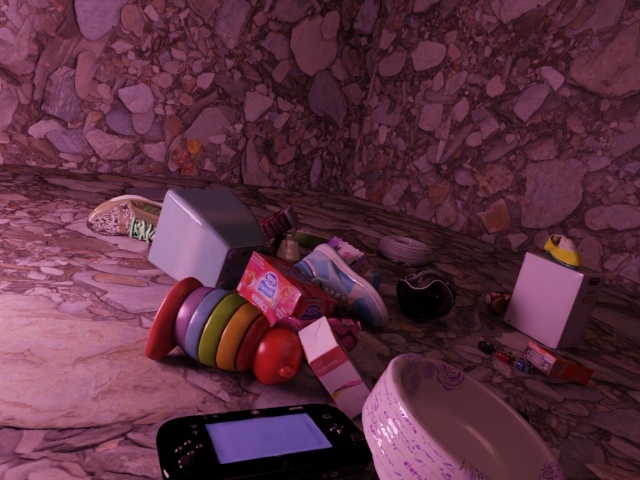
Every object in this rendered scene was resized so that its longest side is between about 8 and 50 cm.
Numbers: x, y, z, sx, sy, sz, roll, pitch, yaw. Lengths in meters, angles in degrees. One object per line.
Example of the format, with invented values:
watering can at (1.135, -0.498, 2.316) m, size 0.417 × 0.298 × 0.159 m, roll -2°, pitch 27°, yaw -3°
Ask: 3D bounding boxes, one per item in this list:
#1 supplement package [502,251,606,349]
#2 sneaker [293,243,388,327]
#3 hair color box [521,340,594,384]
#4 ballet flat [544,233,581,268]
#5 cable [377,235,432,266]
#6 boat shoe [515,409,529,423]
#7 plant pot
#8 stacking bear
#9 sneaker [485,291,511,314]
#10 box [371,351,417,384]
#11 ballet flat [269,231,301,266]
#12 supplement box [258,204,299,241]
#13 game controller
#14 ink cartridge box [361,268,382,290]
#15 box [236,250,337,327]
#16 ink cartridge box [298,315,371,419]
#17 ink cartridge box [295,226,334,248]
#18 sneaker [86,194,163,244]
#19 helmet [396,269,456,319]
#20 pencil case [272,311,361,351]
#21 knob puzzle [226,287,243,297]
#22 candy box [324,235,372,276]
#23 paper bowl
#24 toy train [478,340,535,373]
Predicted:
supplement package at (0.773, 0.196, 1.439) m, size 0.145 × 0.262 × 0.204 m, roll 3°, pitch 17°, yaw -31°
sneaker at (0.029, 0.169, 1.253) m, size 0.208 × 0.127 × 0.319 m, roll -30°, pitch 59°, yaw -29°
hair color box at (0.646, 0.333, 1.172) m, size 0.167 × 0.053 × 0.093 m, roll 17°, pitch 11°, yaw -25°
ballet flat at (0.798, 0.026, 1.421) m, size 0.077 × 0.077 × 0.231 m, roll 15°, pitch 14°, yaw 8°
cable at (0.399, 0.043, 2.059) m, size 0.257 × 0.089 × 0.257 m, roll 2°, pitch 18°, yaw -36°
boat shoe at (0.385, 0.367, 0.904) m, size 0.133 × 0.042 × 0.049 m, roll 10°, pitch 12°, yaw -15°
plant pot at (-0.315, 0.016, 1.289) m, size 0.252 × 0.247 × 0.247 m, roll 37°, pitch 25°, yaw 29°
stacking bear at (-0.170, 0.197, 0.871) m, size 0.288 × 0.164 × 0.175 m, roll 20°, pitch 16°, yaw 12°
sneaker at (0.653, 0.232, 1.622) m, size 0.083 × 0.070 × 0.185 m, roll 12°, pitch 5°, yaw 37°
box at (0.235, 0.323, 0.979) m, size 0.164 × 0.021 × 0.201 m, roll 22°, pitch 17°, yaw 33°
ballet flat at (-0.121, 0.043, 1.547) m, size 0.116 × 0.124 × 0.342 m, roll 11°, pitch 14°, yaw -11°
supplement box at (-0.206, -0.042, 1.641) m, size 0.239 × 0.073 × 0.130 m, roll -27°, pitch 11°, yaw 8°
game controller at (-0.082, 0.312, 0.663) m, size 0.319 × 0.067 × 0.166 m, roll 6°, pitch 16°, yaw -27°
ink cartridge box at (0.112, 0.131, 1.530) m, size 0.181 × 0.062 × 0.104 m, roll 4°, pitch 16°, yaw -30°
box at (-0.094, 0.142, 1.121) m, size 0.128 × 0.123 × 0.257 m, roll 20°, pitch 9°, yaw -41°
ink cartridge box at (0.040, 0.260, 0.838) m, size 0.067 × 0.198 × 0.115 m, roll -32°, pitch 21°, yaw -1°
ink cartridge box at (0.000, 0.000, 1.939) m, size 0.209 × 0.062 × 0.109 m, roll 15°, pitch 14°, yaw 8°
sneaker at (-0.584, -0.047, 1.504) m, size 0.410 × 0.158 × 0.182 m, roll -1°, pitch 36°, yaw -27°
helmet at (0.343, 0.171, 1.380) m, size 0.161 × 0.170 × 0.169 m, roll -9°, pitch 20°, yaw -15°
pencil case at (-0.006, 0.213, 0.985) m, size 0.209 × 0.095 × 0.098 m, roll 8°, pitch -31°, yaw -43°
knob puzzle at (-0.199, 0.175, 1.163) m, size 0.213 × 0.030 × 0.213 m, roll 12°, pitch 14°, yaw -3°
candy box at (0.053, 0.083, 1.469) m, size 0.164 × 0.070 × 0.196 m, roll -38°, pitch 32°, yaw -11°
paper bowl at (0.192, 0.315, 0.644) m, size 0.284 × 0.148 × 0.284 m, roll 26°, pitch 17°, yaw -8°
toy train at (0.517, 0.325, 1.204) m, size 0.158 × 0.027 × 0.036 m, roll 23°, pitch 20°, yaw 35°
